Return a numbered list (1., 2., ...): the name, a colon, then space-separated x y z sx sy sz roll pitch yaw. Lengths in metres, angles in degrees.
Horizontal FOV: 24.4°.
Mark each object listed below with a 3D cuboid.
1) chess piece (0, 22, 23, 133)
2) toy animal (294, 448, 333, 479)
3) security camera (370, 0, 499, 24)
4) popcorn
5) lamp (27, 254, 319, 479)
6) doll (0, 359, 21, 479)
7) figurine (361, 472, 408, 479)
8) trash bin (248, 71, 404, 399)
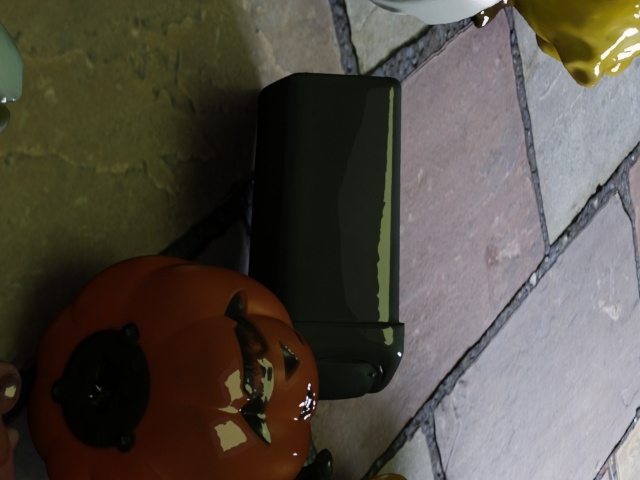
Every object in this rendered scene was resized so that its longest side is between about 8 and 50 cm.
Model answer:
1. chess piece: -0.260 -0.143 0.689 0.195 0.194 0.299 -69 153 -21
2. toy animal: -0.053 0.231 1.103 0.084 0.148 0.233 -102 -178 -71
3. security camera: 0.057 -0.291 1.103 0.236 0.194 0.195 36 66 -56
4. popcorn: 0.292 -0.304 1.402 0.297 0.281 0.316 -47 147 -64
5. lamp: -0.090 0.104 0.965 0.164 0.187 0.188 17 82 -58
6. doll: -0.247 0.164 0.824 0.262 0.093 0.211 -60 143 -31
7. figurine: 0.033 0.251 1.226 0.176 0.122 0.121 -33 120 -48
8. trash bin: 0.000 0.000 1.092 0.176 0.101 0.236 -174 -94 -80
